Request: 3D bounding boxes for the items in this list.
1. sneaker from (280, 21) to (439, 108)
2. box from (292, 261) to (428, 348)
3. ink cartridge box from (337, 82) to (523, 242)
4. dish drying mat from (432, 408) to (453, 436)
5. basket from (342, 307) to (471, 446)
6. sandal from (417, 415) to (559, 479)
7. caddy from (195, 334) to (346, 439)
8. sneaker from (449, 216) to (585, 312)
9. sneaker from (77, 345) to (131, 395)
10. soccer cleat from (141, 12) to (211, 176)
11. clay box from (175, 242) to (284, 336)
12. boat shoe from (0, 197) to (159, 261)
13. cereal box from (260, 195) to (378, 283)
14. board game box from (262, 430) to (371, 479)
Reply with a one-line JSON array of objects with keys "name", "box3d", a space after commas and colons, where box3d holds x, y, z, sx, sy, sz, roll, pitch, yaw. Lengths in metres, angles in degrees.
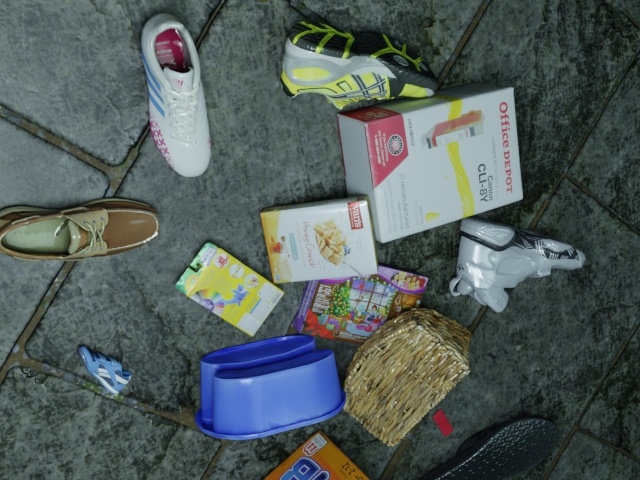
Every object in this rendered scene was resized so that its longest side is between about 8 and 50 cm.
[{"name": "sneaker", "box3d": [0.083, -0.365, 1.674, 0.385, 0.145, 0.147, 7, 132, -28]}, {"name": "box", "box3d": [0.099, 0.147, 1.843, 0.293, 0.057, 0.201, 14, 98, -27]}, {"name": "ink cartridge box", "box3d": [0.257, -0.188, 1.763, 0.385, 0.160, 0.279, -17, 110, -19]}, {"name": "dish drying mat", "box3d": [0.330, 0.492, 2.071, 0.032, 0.008, 0.083, -38, 115, -11]}, {"name": "basket", "box3d": [0.194, 0.297, 1.850, 0.213, 0.223, 0.299, 39, 110, -1]}, {"name": "sandal", "box3d": [0.437, 0.592, 2.107, 0.446, 0.107, 0.167, -28, 116, -1]}, {"name": "caddy", "box3d": [-0.111, 0.338, 1.703, 0.341, 0.241, 0.179, -10, 103, -21]}, {"name": "sneaker", "box3d": [0.494, 0.075, 1.961, 0.366, 0.137, 0.210, 13, 99, -21]}, {"name": "sneaker", "box3d": [-0.460, 0.266, 1.632, 0.059, 0.053, 0.144, -40, 125, -9]}, {"name": "soccer cleat", "box3d": [-0.282, -0.275, 1.509, 0.116, 0.143, 0.331, -18, 111, -19]}, {"name": "clay box", "box3d": [-0.204, 0.104, 1.700, 0.222, 0.053, 0.127, 37, 88, -26]}, {"name": "boat shoe", "box3d": [-0.477, -0.009, 1.508, 0.324, 0.120, 0.122, -7, 107, -22]}, {"name": "cereal box", "box3d": [0.000, 0.000, 1.700, 0.240, 0.047, 0.173, -7, 108, 12]}, {"name": "board game box", "box3d": [0.026, 0.742, 1.775, 0.356, 0.356, 0.356, -39, 113, -12]}]
